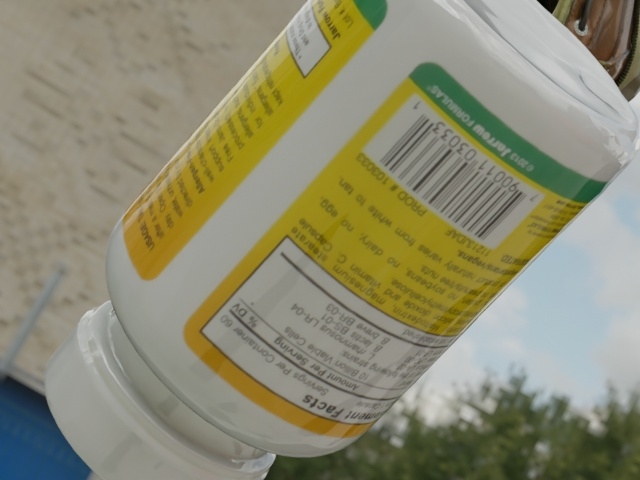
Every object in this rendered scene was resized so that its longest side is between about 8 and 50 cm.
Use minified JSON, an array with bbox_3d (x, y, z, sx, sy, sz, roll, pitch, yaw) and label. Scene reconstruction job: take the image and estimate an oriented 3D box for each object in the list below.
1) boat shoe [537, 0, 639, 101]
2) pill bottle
[{"bbox_3d":[0.159,-0.239,1.150,0.110,0.307,0.104,-13,-15,37],"label":"boat shoe"},{"bbox_3d":[0.000,0.000,0.620,0.117,0.208,0.117,37,20,-16],"label":"pill bottle"}]
